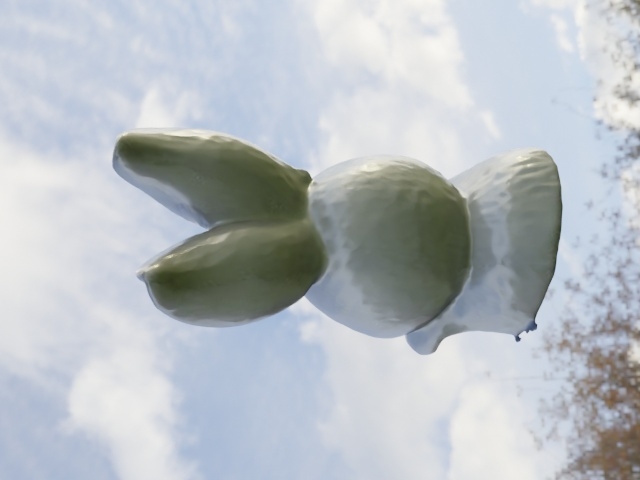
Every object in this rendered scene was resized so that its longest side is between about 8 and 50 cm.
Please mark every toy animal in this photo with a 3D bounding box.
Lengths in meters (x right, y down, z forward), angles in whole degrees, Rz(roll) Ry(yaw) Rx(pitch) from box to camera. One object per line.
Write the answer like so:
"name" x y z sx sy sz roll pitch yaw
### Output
"toy animal" 0.002 0.002 0.505 0.221 0.131 0.104 3 -107 -12
